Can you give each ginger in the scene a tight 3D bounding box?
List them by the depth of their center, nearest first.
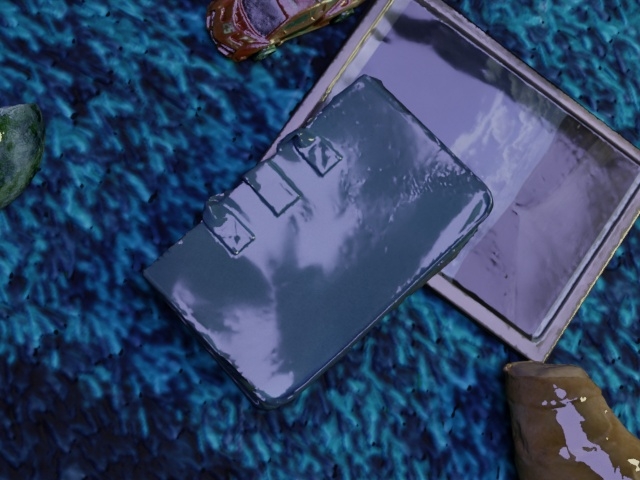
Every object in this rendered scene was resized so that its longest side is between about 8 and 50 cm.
[{"bbox_3d":[0.197,0.158,1.166,0.190,0.069,0.095,39,58,-2],"label":"ginger"}]

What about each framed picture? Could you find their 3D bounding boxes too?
[{"bbox_3d":[0.107,-0.053,1.215,0.260,0.023,0.189,36,77,-4],"label":"framed picture"}]

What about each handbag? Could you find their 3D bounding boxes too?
[{"bbox_3d":[0.000,0.000,1.150,0.221,0.057,0.144,-41,88,-10],"label":"handbag"}]

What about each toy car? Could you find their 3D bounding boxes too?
[{"bbox_3d":[-0.025,-0.174,1.201,0.122,0.035,0.059,-27,89,-18],"label":"toy car"}]

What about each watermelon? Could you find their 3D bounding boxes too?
[{"bbox_3d":[-0.226,-0.067,1.138,0.061,0.085,0.085,10,75,20],"label":"watermelon"}]
